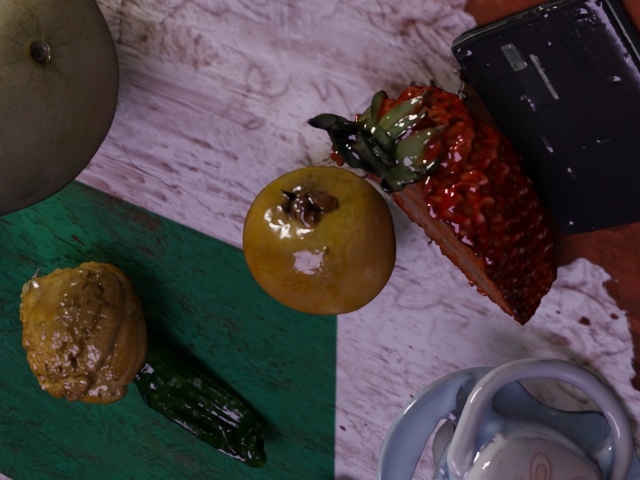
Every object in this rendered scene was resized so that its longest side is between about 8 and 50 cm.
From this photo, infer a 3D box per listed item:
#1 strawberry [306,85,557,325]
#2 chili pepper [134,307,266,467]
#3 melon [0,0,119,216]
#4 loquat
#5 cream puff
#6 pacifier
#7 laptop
[{"bbox_3d":[0.118,-0.046,1.071,0.286,0.106,0.188,42,179,-36],"label":"strawberry"},{"bbox_3d":[-0.166,0.197,1.586,0.257,0.074,0.100,39,140,-9],"label":"chili pepper"},{"bbox_3d":[-0.342,-0.150,1.201,0.330,0.268,0.268,-4,127,51],"label":"melon"},{"bbox_3d":[0.000,0.000,1.186,0.163,0.137,0.163,38,157,19],"label":"loquat"},{"bbox_3d":[-0.296,0.107,1.512,0.189,0.129,0.189,-8,80,49],"label":"cream puff"},{"bbox_3d":[0.181,0.222,1.265,0.287,0.238,0.226,20,180,-19],"label":"pacifier"},{"bbox_3d":[0.213,-0.097,1.003,0.154,0.026,0.207,-12,120,46],"label":"laptop"}]
